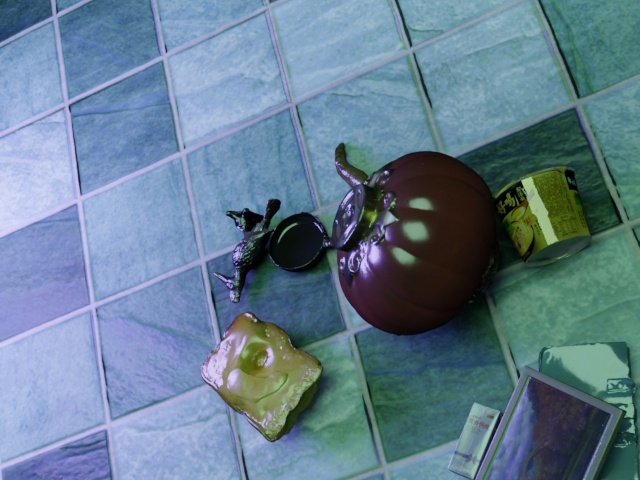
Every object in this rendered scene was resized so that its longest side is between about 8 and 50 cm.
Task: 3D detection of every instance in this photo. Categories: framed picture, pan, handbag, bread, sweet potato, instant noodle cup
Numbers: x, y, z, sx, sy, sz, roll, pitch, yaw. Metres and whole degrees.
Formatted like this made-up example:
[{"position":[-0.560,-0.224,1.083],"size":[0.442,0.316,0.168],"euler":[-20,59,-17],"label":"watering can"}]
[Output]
[{"position":[0.329,0.331,1.646],"size":[0.184,0.016,0.250],"euler":[25,90,44],"label":"framed picture"},{"position":[0.002,0.001,1.994],"size":[0.212,0.040,0.115],"euler":[-4,66,32],"label":"pan"},{"position":[0.408,0.267,1.681],"size":[0.144,0.057,0.221],"euler":[-5,66,19],"label":"handbag"},{"position":[-0.097,0.233,1.918],"size":[0.233,0.088,0.161],"euler":[36,82,35],"label":"bread"},{"position":[0.057,-0.125,2.029],"size":[0.041,0.038,0.153],"euler":[-23,49,-13],"label":"sweet potato"},{"position":[0.364,-0.035,1.789],"size":[0.151,0.151,0.122],"euler":[-25,72,13],"label":"instant noodle cup"}]

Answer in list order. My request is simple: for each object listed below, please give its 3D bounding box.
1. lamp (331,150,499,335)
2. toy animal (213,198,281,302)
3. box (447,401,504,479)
[{"position":[0.153,0.004,1.786],"size":[0.303,0.257,0.303],"euler":[-55,21,34],"label":"lamp"},{"position":[-0.135,0.017,2.039],"size":[0.105,0.070,0.202],"euler":[9,78,44],"label":"toy animal"},{"position":[0.247,0.318,1.744],"size":[0.050,0.036,0.117],"euler":[19,76,31],"label":"box"}]
